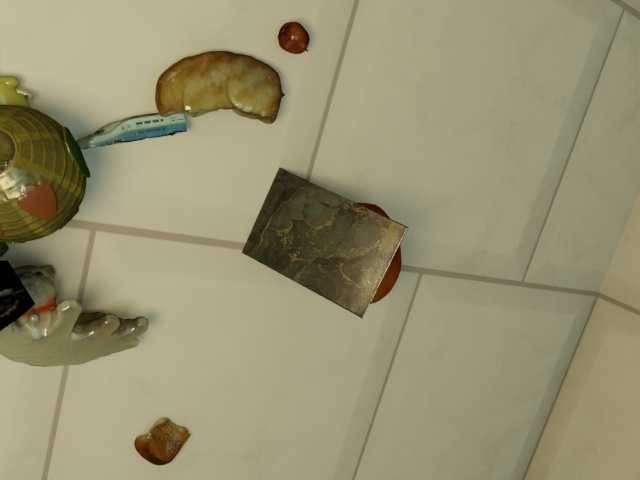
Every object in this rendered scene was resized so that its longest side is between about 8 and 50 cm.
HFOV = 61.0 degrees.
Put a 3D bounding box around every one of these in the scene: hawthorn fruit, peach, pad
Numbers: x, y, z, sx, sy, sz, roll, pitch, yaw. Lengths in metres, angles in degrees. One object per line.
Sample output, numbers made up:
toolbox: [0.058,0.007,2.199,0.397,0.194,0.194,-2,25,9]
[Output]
hawthorn fruit: [-0.061,-0.472,1.267,0.077,0.077,0.077,-11,113,-26]
peach: [0.100,0.037,1.455,0.281,0.237,0.281,2,90,-71]
pad: [0.000,0.000,1.346,0.248,0.367,0.007,-65,163,7]

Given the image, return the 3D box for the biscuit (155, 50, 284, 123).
biscuit: [-0.221,-0.345,1.215,0.298,0.045,0.155,-3,90,-31]

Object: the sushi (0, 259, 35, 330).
sushi: [-0.671,0.085,0.904,0.215,0.227,0.213,-48,131,-41]

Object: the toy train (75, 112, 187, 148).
toy train: [-0.409,-0.238,1.165,0.233,0.052,0.051,-15,112,-24]

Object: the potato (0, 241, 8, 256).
potato: [-0.718,-0.033,1.032,0.255,0.112,0.269,40,88,-35]

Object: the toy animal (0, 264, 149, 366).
toy animal: [-0.552,0.157,1.189,0.307,0.188,0.266,-17,139,-33]

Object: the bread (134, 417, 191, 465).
bread: [-0.424,0.546,1.458,0.126,0.044,0.129,-47,121,-9]

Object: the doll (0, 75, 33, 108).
doll: [-0.619,-0.282,1.020,0.106,0.062,0.163,-39,124,-11]

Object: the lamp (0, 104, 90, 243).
lamp: [-0.557,-0.114,1.000,0.249,0.284,0.251,2,81,-9]
